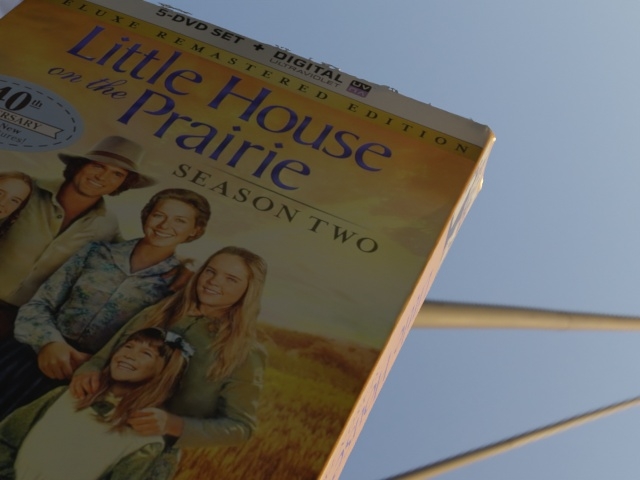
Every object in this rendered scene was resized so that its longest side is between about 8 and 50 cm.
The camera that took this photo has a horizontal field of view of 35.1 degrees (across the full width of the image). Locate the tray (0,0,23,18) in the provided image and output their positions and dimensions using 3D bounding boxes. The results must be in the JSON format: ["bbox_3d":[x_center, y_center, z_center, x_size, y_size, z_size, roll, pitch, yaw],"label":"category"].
[{"bbox_3d":[-0.501,-0.409,1.564,0.030,0.270,0.145,-41,-75,-22],"label":"tray"}]

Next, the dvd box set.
[{"bbox_3d":[-0.116,0.028,0.502,0.308,0.062,0.420,22,-134,11],"label":"dvd box set"}]
